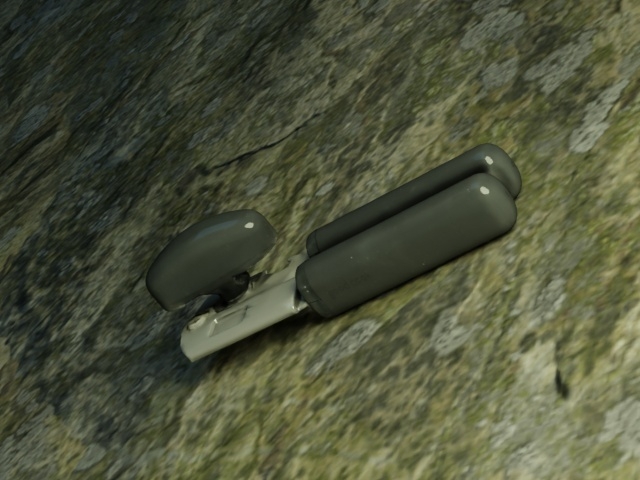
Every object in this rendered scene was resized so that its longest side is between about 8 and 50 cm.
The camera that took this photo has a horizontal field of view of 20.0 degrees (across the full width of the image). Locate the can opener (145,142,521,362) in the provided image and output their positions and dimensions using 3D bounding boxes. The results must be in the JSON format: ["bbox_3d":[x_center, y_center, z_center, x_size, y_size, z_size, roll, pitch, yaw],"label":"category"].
[{"bbox_3d":[0.000,0.000,1.263,0.283,0.095,0.076,-27,25,27],"label":"can opener"}]
